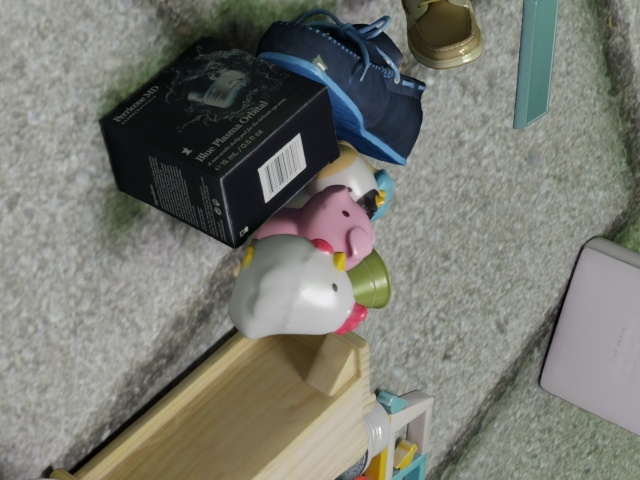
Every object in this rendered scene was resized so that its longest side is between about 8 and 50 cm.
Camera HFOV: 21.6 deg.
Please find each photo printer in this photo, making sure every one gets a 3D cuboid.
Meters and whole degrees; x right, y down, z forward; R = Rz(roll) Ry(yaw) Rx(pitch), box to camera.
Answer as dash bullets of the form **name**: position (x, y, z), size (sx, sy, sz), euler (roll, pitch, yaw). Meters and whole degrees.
- **photo printer**: position (0.495, 0.165, 2.456), size (0.107, 0.307, 0.256), euler (-4, 114, -54)

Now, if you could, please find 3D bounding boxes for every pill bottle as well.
- **pill bottle**: position (-0.001, 0.245, 1.993), size (0.180, 0.108, 0.108), euler (-18, 125, -49)

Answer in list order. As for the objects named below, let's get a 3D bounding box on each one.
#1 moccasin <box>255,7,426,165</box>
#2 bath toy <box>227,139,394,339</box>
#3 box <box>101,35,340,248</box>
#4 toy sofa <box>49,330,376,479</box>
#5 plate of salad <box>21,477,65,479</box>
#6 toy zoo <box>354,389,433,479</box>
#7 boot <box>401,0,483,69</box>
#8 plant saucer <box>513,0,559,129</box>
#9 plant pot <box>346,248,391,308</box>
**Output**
- **moccasin**: position (0.022, -0.178, 1.759), size (0.117, 0.137, 0.342), euler (-68, 161, -4)
- **bath toy**: position (0.000, 0.000, 1.675), size (0.348, 0.129, 0.151), euler (-70, 179, -69)
- **box**: position (-0.094, -0.096, 1.594), size (0.156, 0.158, 0.093), euler (-43, 142, -30)
- **toy sofa**: position (-0.107, 0.233, 1.799), size (0.362, 0.150, 0.177), euler (-41, 145, -32)
- **plate of salad**: position (-0.239, 0.310, 1.623), size (0.048, 0.200, 0.200), euler (-64, 156, -49)
- **toy zoo**: position (0.074, 0.323, 2.220), size (0.192, 0.030, 0.293), euler (-28, 132, -43)
- **boot**: position (0.113, -0.289, 1.747), size (0.077, 0.213, 0.165), euler (-12, 127, 2)
- **plant saucer**: position (0.280, -0.236, 2.161), size (0.067, 0.018, 0.192), euler (-31, 135, -41)
- **plant pot**: position (0.026, 0.053, 1.945), size (0.079, 0.083, 0.083), euler (-21, 128, -31)
